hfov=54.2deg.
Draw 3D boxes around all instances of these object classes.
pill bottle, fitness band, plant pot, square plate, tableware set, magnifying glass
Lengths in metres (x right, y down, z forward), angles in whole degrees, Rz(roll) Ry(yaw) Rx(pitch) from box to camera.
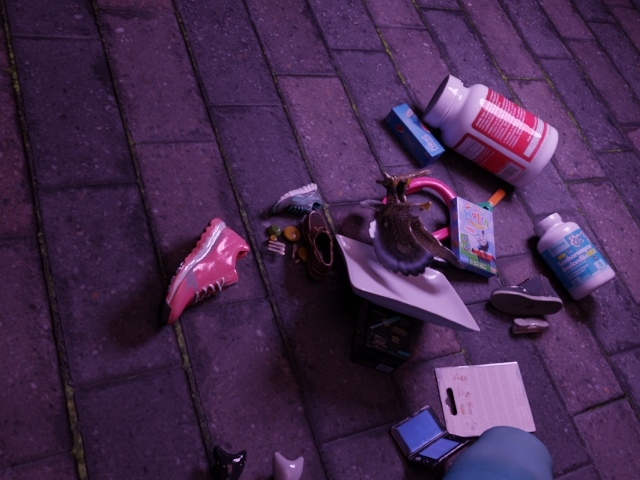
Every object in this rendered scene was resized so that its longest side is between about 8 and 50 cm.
[{"bbox_3d":[0.785,0.045,1.967,0.146,0.146,0.264,-21,70,-34],"label":"pill bottle"},{"bbox_3d":[0.303,-0.082,1.888,0.290,0.054,0.209,-21,73,-33],"label":"fitness band"},{"bbox_3d":[0.406,0.564,1.400,0.271,0.272,0.255,43,38,6],"label":"plant pot"},{"bbox_3d":[0.206,0.114,1.622,0.343,0.049,0.347,21,18,-13],"label":"square plate"},{"bbox_3d":[-0.070,0.010,1.672,0.154,0.024,0.104,15,51,-14],"label":"tableware set"},{"bbox_3d":[0.535,-0.102,2.025,0.092,0.026,0.231,45,54,7],"label":"magnifying glass"},{"bbox_3d":[0.551,-0.367,2.068,0.407,0.229,0.229,30,52,-5],"label":"pill bottle"}]

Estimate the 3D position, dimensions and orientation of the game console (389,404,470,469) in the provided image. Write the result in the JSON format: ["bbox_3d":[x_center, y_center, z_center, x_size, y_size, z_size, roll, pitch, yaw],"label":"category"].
[{"bbox_3d":[0.262,0.468,1.497,0.144,0.124,0.085,-20,96,-33],"label":"game console"}]

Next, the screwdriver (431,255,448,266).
[{"bbox_3d":[0.292,0.048,1.819,0.169,0.024,0.025,13,84,-10],"label":"screwdriver"}]

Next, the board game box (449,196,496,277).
[{"bbox_3d":[0.457,-0.010,1.878,0.160,0.039,0.212,19,60,-31],"label":"board game box"}]

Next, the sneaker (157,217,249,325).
[{"bbox_3d":[-0.265,0.083,1.474,0.136,0.116,0.314,31,52,-6],"label":"sneaker"}]

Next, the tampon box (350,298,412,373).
[{"bbox_3d":[0.156,0.232,1.583,0.120,0.101,0.161,21,52,-12],"label":"tampon box"}]

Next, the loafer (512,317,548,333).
[{"bbox_3d":[0.610,0.252,1.828,0.125,0.039,0.045,4,25,-26],"label":"loafer"}]

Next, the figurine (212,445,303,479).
[{"bbox_3d":[-0.126,0.532,1.276,0.214,0.092,0.210,12,51,-19],"label":"figurine"}]

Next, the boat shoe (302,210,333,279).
[{"bbox_3d":[0.000,0.000,1.649,0.073,0.073,0.207,5,53,-21],"label":"boat shoe"}]

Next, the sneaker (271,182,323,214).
[{"bbox_3d":[-0.058,-0.100,1.723,0.166,0.065,0.076,-26,77,-33],"label":"sneaker"}]

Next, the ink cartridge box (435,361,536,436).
[{"bbox_3d":[0.423,0.420,1.635,0.232,0.066,0.189,-5,60,-3],"label":"ink cartridge box"}]

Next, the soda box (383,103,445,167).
[{"bbox_3d":[0.305,-0.343,2.041,0.071,0.067,0.210,-27,75,-35],"label":"soda box"}]

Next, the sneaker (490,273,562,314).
[{"bbox_3d":[0.597,0.156,1.866,0.221,0.083,0.118,9,38,-12],"label":"sneaker"}]

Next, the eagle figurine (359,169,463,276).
[{"bbox_3d":[0.240,-0.040,1.689,0.226,0.225,0.299,-15,83,2],"label":"eagle figurine"}]
